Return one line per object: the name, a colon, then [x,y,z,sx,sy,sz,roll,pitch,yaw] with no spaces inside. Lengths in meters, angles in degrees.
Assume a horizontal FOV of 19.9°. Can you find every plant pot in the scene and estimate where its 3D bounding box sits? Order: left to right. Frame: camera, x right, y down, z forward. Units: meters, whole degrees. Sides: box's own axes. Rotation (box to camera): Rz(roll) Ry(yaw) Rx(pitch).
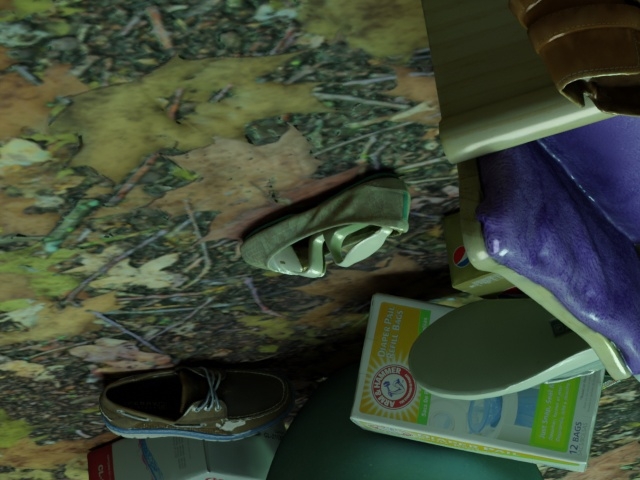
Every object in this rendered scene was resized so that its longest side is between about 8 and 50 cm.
plant pot: [0.073,0.226,1.738,0.290,0.195,0.290,-5,144,-4]

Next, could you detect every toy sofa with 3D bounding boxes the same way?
toy sofa: [0.205,-0.041,1.181,0.150,0.177,0.362,-16,156,20]

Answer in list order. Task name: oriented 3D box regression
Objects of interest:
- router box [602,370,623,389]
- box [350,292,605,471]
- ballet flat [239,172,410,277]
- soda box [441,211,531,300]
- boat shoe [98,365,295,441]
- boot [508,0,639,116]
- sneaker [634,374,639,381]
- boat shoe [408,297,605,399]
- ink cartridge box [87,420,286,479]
router box: [0.232,0.136,1.817,0.092,0.038,0.122,8,154,-34]
box: [0.136,0.122,1.553,0.203,0.114,0.103,11,170,9]
ballet flat: [0.000,0.000,1.375,0.057,0.052,0.168,13,151,-42]
soda box: [0.173,0.020,1.473,0.058,0.061,0.181,-21,155,31]
boat shoe: [-0.115,0.150,1.690,0.183,0.066,0.066,-8,157,0]
boot: [0.104,-0.143,0.918,0.197,0.152,0.073,5,155,-30]
sneaker: [0.404,0.095,1.736,0.258,0.094,0.091,0,139,-31]
boat shoe: [0.186,0.082,1.440,0.228,0.079,0.081,-17,153,12]
ink cartridge box: [-0.136,0.236,1.890,0.175,0.072,0.127,-25,153,37]
